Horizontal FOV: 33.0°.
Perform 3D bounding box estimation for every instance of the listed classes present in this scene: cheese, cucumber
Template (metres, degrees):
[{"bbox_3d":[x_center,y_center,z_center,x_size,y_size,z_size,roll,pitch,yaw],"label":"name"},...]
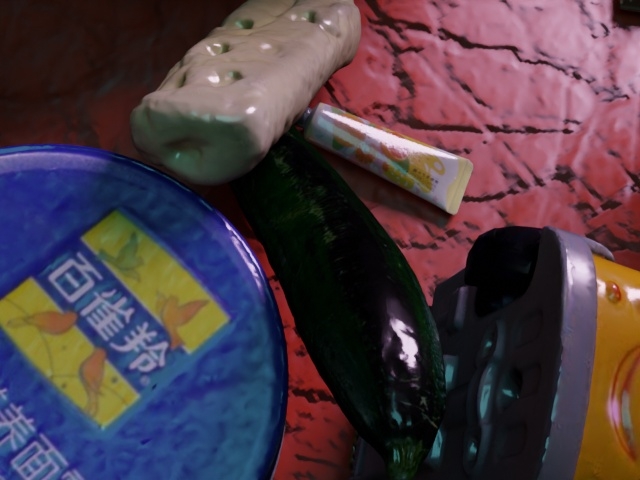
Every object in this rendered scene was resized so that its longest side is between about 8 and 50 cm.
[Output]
[{"bbox_3d":[-0.030,-0.083,0.519,0.064,0.043,0.194,15,32,11],"label":"cheese"},{"bbox_3d":[0.000,0.000,0.464,0.056,0.056,0.284,-13,31,-10],"label":"cucumber"}]

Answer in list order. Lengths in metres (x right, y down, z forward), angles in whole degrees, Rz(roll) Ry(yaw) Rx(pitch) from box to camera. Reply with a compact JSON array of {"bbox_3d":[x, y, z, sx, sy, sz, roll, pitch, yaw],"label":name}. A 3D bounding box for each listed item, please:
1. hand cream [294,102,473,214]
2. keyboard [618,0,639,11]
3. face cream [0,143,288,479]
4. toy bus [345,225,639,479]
[{"bbox_3d":[0.032,-0.048,0.576,0.102,0.022,0.035,24,63,0],"label":"hand cream"},{"bbox_3d":[0.239,-0.149,0.637,0.129,0.015,0.049,7,63,-2],"label":"keyboard"},{"bbox_3d":[-0.118,0.071,0.468,0.205,0.111,0.206,2,68,-5],"label":"face cream"},{"bbox_3d":[0.094,0.085,0.435,0.136,0.209,0.126,17,69,-10],"label":"toy bus"}]
